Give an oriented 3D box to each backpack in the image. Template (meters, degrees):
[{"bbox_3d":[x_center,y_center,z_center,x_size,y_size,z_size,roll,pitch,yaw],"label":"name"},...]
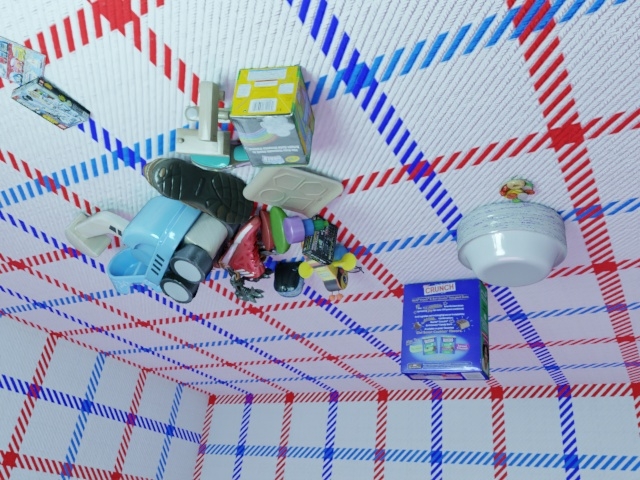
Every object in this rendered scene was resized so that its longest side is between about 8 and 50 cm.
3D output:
[{"bbox_3d":[-0.103,0.137,1.861,0.105,0.114,0.084,-3,150,16],"label":"backpack"}]

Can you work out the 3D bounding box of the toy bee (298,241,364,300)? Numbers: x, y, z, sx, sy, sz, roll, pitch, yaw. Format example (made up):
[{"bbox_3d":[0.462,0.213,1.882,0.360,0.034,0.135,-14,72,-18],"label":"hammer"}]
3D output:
[{"bbox_3d":[0.045,0.095,1.706,0.298,0.162,0.195,24,145,-29],"label":"toy bee"}]

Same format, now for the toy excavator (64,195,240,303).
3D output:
[{"bbox_3d":[-0.516,-0.015,1.611,0.445,0.222,0.433,34,140,-7],"label":"toy excavator"}]

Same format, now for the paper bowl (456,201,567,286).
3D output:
[{"bbox_3d":[0.517,0.027,1.490,0.284,0.148,0.284,5,153,3],"label":"paper bowl"}]

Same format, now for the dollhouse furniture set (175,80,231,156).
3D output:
[{"bbox_3d":[-0.267,-0.254,1.152,0.123,0.144,0.151,5,-172,5],"label":"dollhouse furniture set"}]

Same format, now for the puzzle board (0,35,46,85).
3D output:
[{"bbox_3d":[-0.639,-0.370,1.159,0.096,0.011,0.128,20,149,-23],"label":"puzzle board"}]

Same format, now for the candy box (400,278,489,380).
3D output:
[{"bbox_3d":[0.416,0.298,1.830,0.268,0.317,0.122,-7,150,27],"label":"candy box"}]

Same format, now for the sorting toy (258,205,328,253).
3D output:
[{"bbox_3d":[-0.069,-0.037,1.472,0.126,0.127,0.365,-11,-176,-18],"label":"sorting toy"}]

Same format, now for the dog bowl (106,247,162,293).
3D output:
[{"bbox_3d":[-0.589,0.090,1.848,0.297,0.166,0.074,-4,138,20],"label":"dog bowl"}]

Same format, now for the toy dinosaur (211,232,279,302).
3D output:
[{"bbox_3d":[-0.259,0.068,1.779,0.322,0.164,0.218,-2,129,43],"label":"toy dinosaur"}]

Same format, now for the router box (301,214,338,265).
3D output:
[{"bbox_3d":[0.000,0.000,1.578,0.038,0.122,0.092,-15,144,43],"label":"router box"}]

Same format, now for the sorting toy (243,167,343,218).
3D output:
[{"bbox_3d":[-0.073,-0.136,1.427,0.208,0.038,0.193,18,150,-25],"label":"sorting toy"}]

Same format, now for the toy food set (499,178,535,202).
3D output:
[{"bbox_3d":[0.484,-0.124,1.349,0.083,0.020,0.083,17,150,-18],"label":"toy food set"}]

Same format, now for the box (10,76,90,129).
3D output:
[{"bbox_3d":[-0.608,-0.306,1.239,0.094,0.027,0.137,-10,153,28],"label":"box"}]

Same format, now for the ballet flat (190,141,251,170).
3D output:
[{"bbox_3d":[-0.202,-0.201,1.319,0.221,0.077,0.079,-4,169,18],"label":"ballet flat"}]

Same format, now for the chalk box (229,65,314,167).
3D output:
[{"bbox_3d":[-0.090,-0.241,1.150,0.132,0.132,0.213,0,152,10],"label":"chalk box"}]

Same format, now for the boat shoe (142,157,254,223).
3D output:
[{"bbox_3d":[-0.313,-0.138,1.424,0.120,0.122,0.324,20,175,42],"label":"boat shoe"}]

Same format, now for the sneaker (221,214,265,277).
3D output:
[{"bbox_3d":[-0.195,0.026,1.619,0.128,0.087,0.221,37,135,-3],"label":"sneaker"}]
